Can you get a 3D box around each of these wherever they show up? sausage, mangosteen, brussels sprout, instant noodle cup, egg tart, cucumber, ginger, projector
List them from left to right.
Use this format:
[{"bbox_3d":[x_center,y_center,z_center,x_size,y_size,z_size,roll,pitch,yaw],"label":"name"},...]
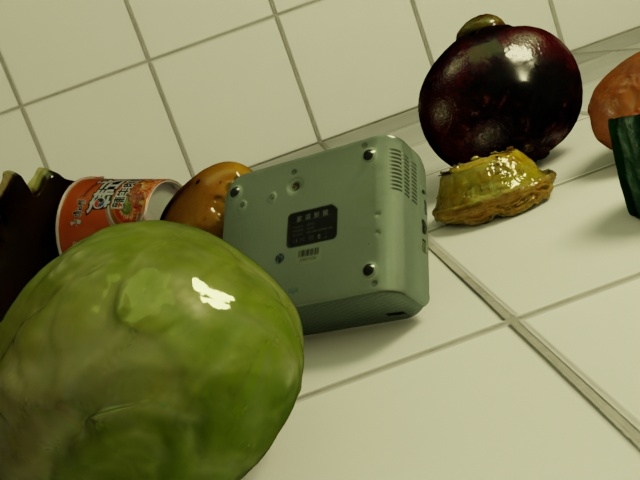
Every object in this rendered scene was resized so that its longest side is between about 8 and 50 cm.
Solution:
[{"bbox_3d":[-0.637,-0.013,1.760,0.211,0.359,0.413,23,23,20],"label":"ginger"},{"bbox_3d":[-0.373,-0.018,1.753,0.192,0.251,0.250,-5,16,23],"label":"instant noodle cup"},{"bbox_3d":[-0.154,0.116,0.776,0.316,0.243,0.274,-18,35,31],"label":"brussels sprout"},{"bbox_3d":[0.000,0.000,1.053,0.250,0.198,0.108,-13,-27,31],"label":"projector"},{"bbox_3d":[0.264,-0.088,1.367,0.212,0.090,0.212,-17,8,2],"label":"egg tart"},{"bbox_3d":[0.321,-0.270,1.589,0.297,0.293,0.297,-13,3,1],"label":"mangosteen"},{"bbox_3d":[0.523,-0.222,1.371,0.268,0.153,0.141,-30,5,-41],"label":"sausage"},{"bbox_3d":[0.449,-0.108,1.067,0.191,0.130,0.191,-13,9,2],"label":"cucumber"}]

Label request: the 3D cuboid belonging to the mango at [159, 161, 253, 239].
[{"bbox_3d":[-0.183,-0.040,1.554,0.201,0.153,0.287,-28,-4,-31],"label":"mango"}]
